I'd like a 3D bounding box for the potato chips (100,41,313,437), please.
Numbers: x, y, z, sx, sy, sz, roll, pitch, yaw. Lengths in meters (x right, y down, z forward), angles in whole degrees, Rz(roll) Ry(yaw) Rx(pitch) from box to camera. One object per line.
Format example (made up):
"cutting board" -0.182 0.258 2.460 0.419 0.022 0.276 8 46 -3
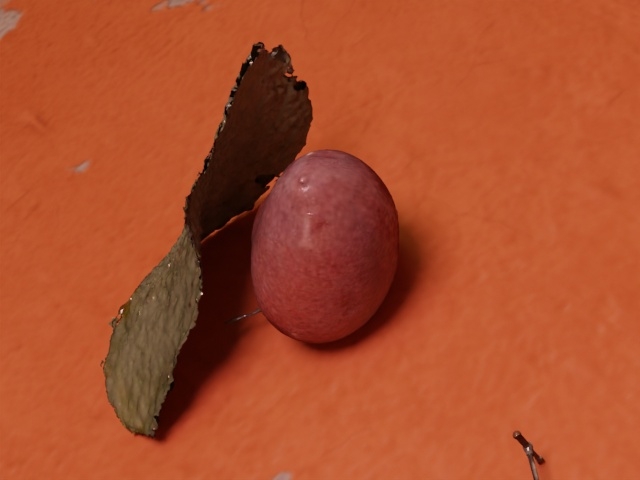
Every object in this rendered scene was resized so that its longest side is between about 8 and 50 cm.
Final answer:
"potato chips" -0.073 0.002 0.848 0.059 0.167 0.228 27 67 -3

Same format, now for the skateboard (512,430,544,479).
"skateboard" 0.094 0.139 0.681 0.064 0.032 0.083 -27 44 23

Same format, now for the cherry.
"cherry" 0.003 0.005 0.805 0.126 0.087 0.106 143 136 -72
